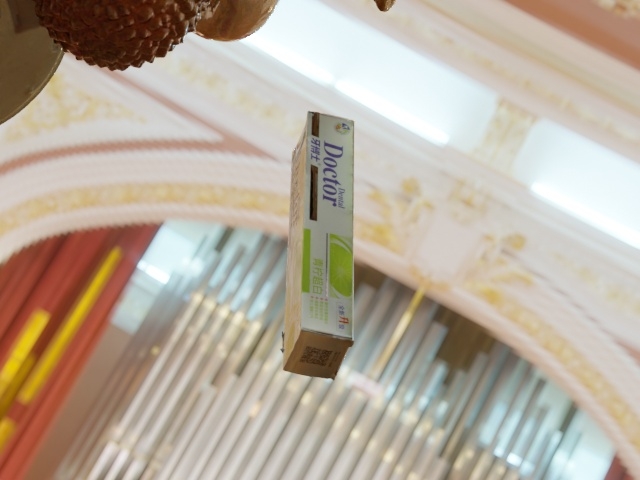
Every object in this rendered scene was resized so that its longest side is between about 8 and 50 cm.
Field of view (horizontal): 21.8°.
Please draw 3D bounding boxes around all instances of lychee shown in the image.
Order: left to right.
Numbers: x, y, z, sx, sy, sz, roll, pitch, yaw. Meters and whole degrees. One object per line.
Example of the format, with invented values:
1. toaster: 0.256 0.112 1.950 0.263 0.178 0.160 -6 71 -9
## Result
1. lychee: -0.172 -0.244 1.466 0.165 0.197 0.165 16 23 -7

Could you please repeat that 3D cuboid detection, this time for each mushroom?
1. mushroom: -0.142 -0.329 2.035 0.206 0.209 0.206 34 -23 17

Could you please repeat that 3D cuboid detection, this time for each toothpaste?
1. toothpaste: 0.000 0.000 1.894 0.067 0.336 0.081 12 -42 -12

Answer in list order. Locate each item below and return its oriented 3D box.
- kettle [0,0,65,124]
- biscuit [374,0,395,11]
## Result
1. kettle: -0.401 -0.323 1.718 0.377 0.361 0.250 45 -22 40
2. biscuit: 0.079 -0.376 1.799 0.031 0.176 0.228 -6 -40 -22
